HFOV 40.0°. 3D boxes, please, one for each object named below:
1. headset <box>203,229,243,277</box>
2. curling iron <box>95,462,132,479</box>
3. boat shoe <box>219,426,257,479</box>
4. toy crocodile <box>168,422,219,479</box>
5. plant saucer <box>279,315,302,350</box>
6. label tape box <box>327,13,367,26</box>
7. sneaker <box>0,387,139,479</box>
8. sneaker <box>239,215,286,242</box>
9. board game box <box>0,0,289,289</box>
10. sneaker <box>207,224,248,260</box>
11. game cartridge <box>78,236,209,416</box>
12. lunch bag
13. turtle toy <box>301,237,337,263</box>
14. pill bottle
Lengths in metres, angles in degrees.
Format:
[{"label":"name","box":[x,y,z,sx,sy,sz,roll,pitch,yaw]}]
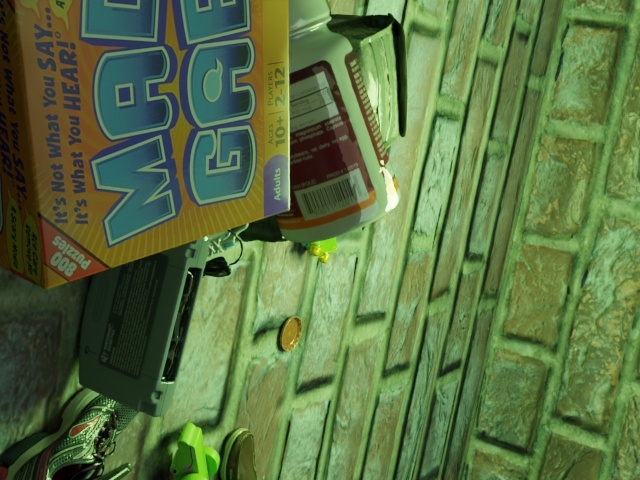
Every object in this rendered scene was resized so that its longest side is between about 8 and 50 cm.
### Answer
[{"label":"headset","box":[-0.207,-0.130,1.535,0.243,0.185,0.394,-11,96,-74]},{"label":"curling iron","box":[-0.418,0.439,1.515,0.274,0.035,0.068,-11,113,-58]},{"label":"boat shoe","box":[-0.164,0.541,1.943,0.095,0.095,0.257,-20,120,-56]},{"label":"toy crocodile","box":[-0.256,0.521,1.778,0.115,0.105,0.341,-81,168,-60]},{"label":"plant saucer","box":[-0.070,0.215,2.040,0.083,0.013,0.083,-33,130,-50]},{"label":"label tape box","box":[-0.022,-0.320,1.782,0.333,0.106,0.241,-29,126,-51]},{"label":"sneaker","box":[-0.387,0.341,1.448,0.299,0.112,0.121,-43,138,-45]},{"label":"sneaker","box":[-0.050,-0.089,1.818,0.286,0.130,0.109,-56,144,-33]},{"label":"board game box","box":[-0.284,-0.200,1.058,0.356,0.356,0.356,-21,119,-43]},{"label":"sneaker","box":[-0.205,0.003,1.640,0.191,0.083,0.071,-50,144,-35]},{"label":"game cartridge","box":[-0.293,0.110,1.413,0.062,0.198,0.297,12,93,-52]},{"label":"lunch bag","box":[0.081,-0.301,1.698,0.287,0.169,0.235,-41,133,-55]},{"label":"turtle toy","box":[0.000,0.000,2.008,0.095,0.066,0.130,-66,150,-12]},{"label":"pill bottle","box":[-0.026,-0.214,1.485,0.224,0.224,0.392,-37,113,-48]}]
